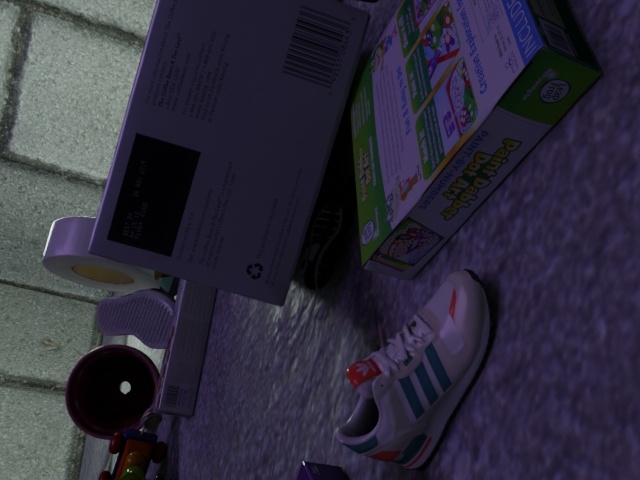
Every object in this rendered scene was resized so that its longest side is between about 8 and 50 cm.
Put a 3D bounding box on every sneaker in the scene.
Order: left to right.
[{"bbox_3d":[-0.362,0.163,1.539,0.321,0.127,0.126,2,94,45],"label":"sneaker"},{"bbox_3d":[0.000,0.000,0.799,0.044,0.040,0.109,-122,51,-67],"label":"sneaker"},{"bbox_3d":[0.063,0.092,0.505,0.057,0.075,0.161,-123,51,-64],"label":"sneaker"}]

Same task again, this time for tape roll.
[{"bbox_3d":[-0.517,0.041,1.690,0.286,0.286,0.100,146,135,-61],"label":"tape roll"}]

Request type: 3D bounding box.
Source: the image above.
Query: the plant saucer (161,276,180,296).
[{"bbox_3d":[-0.348,0.067,1.689,0.195,0.037,0.195,-165,90,-71],"label":"plant saucer"}]

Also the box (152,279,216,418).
[{"bbox_3d":[-0.244,0.162,1.297,0.063,0.067,0.324,145,136,-60],"label":"box"}]

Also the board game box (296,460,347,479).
[{"bbox_3d":[0.016,0.341,0.492,0.208,0.056,0.347,-67,20,7],"label":"board game box"}]

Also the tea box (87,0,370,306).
[{"bbox_3d":[-0.112,-0.128,0.862,0.323,0.220,0.329,-135,62,-79],"label":"tea box"}]

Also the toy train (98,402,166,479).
[{"bbox_3d":[-0.343,0.409,1.297,0.143,0.105,0.248,-123,52,-72],"label":"toy train"}]

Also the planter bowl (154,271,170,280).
[{"bbox_3d":[-0.282,-0.011,1.490,0.217,0.090,0.217,-164,90,-70],"label":"planter bowl"}]

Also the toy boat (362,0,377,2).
[{"bbox_3d":[0.063,-0.311,0.635,0.231,0.151,0.151,112,151,-45],"label":"toy boat"}]

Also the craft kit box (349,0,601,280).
[{"bbox_3d":[0.105,-0.135,0.600,0.246,0.061,0.250,-51,30,43],"label":"craft kit box"}]

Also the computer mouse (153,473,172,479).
[{"bbox_3d":[-0.284,0.521,1.149,0.262,0.060,0.184,-86,16,-61],"label":"computer mouse"}]

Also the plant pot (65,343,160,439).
[{"bbox_3d":[-0.453,0.338,1.573,0.180,0.201,0.201,122,160,-77],"label":"plant pot"}]
